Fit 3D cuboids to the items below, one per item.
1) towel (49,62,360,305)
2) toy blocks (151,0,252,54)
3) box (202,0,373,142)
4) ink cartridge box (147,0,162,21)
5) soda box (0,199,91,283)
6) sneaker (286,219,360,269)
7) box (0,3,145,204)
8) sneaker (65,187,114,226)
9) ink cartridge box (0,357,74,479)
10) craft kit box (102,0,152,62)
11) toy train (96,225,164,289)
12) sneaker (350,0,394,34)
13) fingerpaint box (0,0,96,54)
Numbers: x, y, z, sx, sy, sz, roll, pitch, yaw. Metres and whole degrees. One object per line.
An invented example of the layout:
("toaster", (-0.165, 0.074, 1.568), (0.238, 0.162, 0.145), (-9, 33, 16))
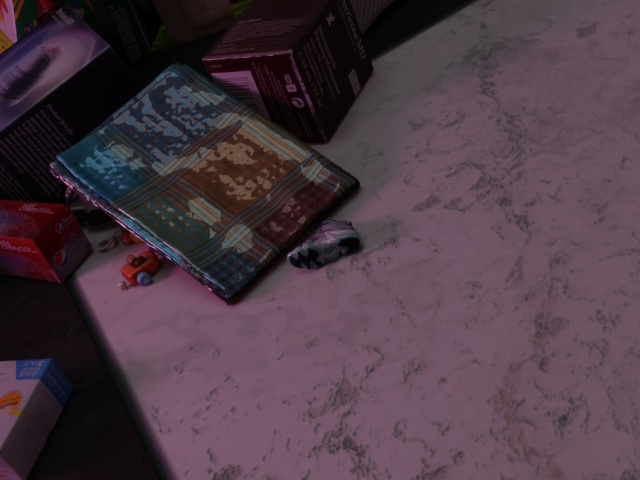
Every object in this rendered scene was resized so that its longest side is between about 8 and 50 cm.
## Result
("towel", (-0.168, -0.096, 1.346), (0.370, 0.040, 0.271), (34, 64, 26))
("toy blocks", (-0.204, -0.554, 1.864), (0.381, 0.261, 0.190), (-17, 37, 11))
("box", (-0.046, -0.277, 1.504), (0.167, 0.168, 0.203), (2, 44, 31))
("ink cartridge box", (-0.350, -0.577, 2.015), (0.093, 0.212, 0.154), (-29, 37, -7))
("soda box", (-0.481, -0.005, 1.470), (0.263, 0.092, 0.083), (5, 44, 34))
("sneaker", (0.000, 0.000, 1.244), (0.098, 0.038, 0.069), (-15, 34, -4))
("box", (-0.462, -0.221, 1.623), (0.294, 0.183, 0.296), (-39, 38, -7))
("sneaker", (-0.268, -0.114, 1.487), (0.275, 0.107, 0.110), (-16, 24, 8))
("ink cartridge box", (-0.387, 0.230, 1.146), (0.104, 0.061, 0.181), (-7, 40, 22))
("craft kit box", (-0.425, -0.527, 1.964), (0.061, 0.250, 0.246), (-22, 37, -3))
("toy train", (-0.269, -0.001, 1.384), (0.125, 0.046, 0.166), (-36, 38, -16))
("sneaker", (0.072, -0.487, 1.733), (0.150, 0.135, 0.366), (21, 54, 41))
("fingerpaint box", (-0.585, -0.498, 1.893), (0.163, 0.371, 0.445), (-13, 29, -27))
